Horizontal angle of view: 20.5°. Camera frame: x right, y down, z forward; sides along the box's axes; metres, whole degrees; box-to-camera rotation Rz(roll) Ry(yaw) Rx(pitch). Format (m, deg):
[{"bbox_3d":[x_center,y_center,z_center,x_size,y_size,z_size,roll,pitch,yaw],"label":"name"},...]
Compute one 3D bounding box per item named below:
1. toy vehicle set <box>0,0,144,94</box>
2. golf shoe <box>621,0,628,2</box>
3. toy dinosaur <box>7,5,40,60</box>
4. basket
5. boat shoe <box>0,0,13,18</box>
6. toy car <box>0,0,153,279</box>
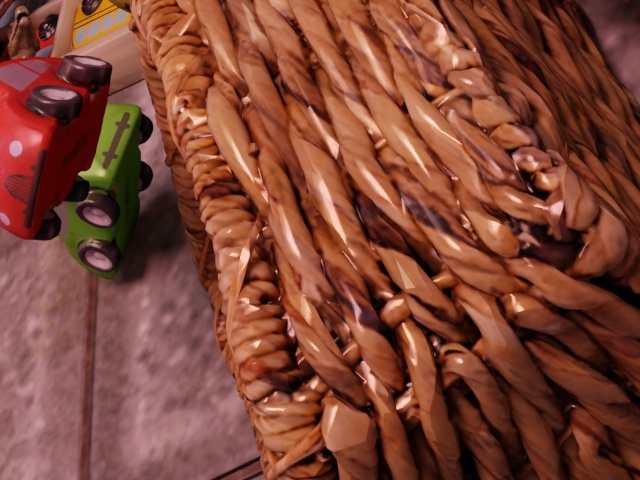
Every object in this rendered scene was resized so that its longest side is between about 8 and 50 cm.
[{"bbox_3d":[-0.163,-0.145,1.059,0.267,0.035,0.166,-20,51,37],"label":"toy vehicle set"},{"bbox_3d":[0.169,-0.219,0.720,0.306,0.140,0.115,-43,10,-18],"label":"golf shoe"},{"bbox_3d":[-0.193,-0.041,0.993,0.183,0.053,0.092,-50,47,19],"label":"toy dinosaur"},{"bbox_3d":[0.000,0.000,0.643,0.223,0.213,0.299,-40,41,18],"label":"basket"},{"bbox_3d":[-0.169,-0.234,0.987,0.116,0.123,0.324,11,77,43],"label":"boat shoe"},{"bbox_3d":[-0.111,-0.060,0.821,0.225,0.053,0.239,100,-174,-56],"label":"toy car"}]
